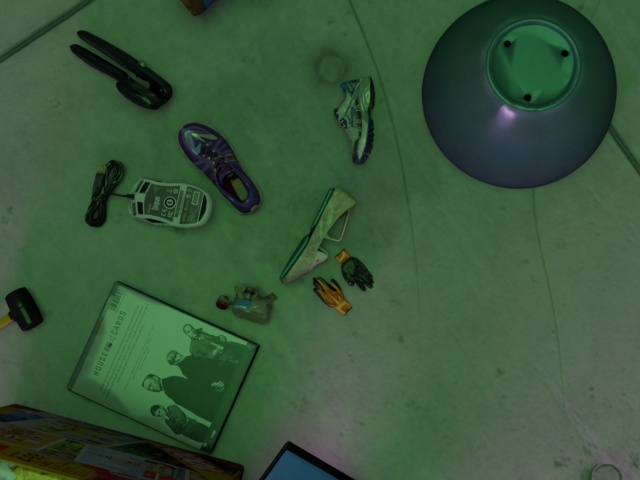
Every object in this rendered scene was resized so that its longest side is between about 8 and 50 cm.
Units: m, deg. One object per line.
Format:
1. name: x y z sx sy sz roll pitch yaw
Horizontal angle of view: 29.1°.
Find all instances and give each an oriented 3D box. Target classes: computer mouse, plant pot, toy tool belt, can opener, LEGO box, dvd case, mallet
1. computer mouse: -0.254 -0.056 1.863 0.193 0.042 0.106 12 81 9
2. plant pot: 0.295 -0.230 1.774 0.290 0.195 0.290 0 85 2
3. toy tool belt: -0.110 0.089 1.843 0.083 0.052 0.051 18 55 1
4. can opener: -0.303 -0.263 1.876 0.186 0.073 0.059 39 96 15
5. LEGO box: -0.323 0.360 1.598 0.372 0.500 0.193 14 86 3
6. dvd case: -0.235 0.189 1.844 0.238 0.029 0.179 24 87 5
7. mallet: -0.503 0.149 1.861 0.189 0.039 0.062 -39 81 3

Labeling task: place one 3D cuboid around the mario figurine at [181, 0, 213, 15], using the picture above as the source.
1. mario figurine: -0.108 -0.491 1.833 0.320 0.170 0.198 -37 82 1

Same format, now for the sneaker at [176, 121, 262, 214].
1. sneaker: -0.148 -0.114 1.847 0.068 0.071 0.170 -43 84 -2

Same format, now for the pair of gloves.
1. pair of gloves: 0.034 0.063 1.852 0.074 0.010 0.083 44 85 7

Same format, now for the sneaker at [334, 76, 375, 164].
1. sneaker: 0.050 -0.179 1.859 0.058 0.052 0.135 0 77 13

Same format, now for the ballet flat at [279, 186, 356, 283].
1. ballet flat: 0.000 0.000 1.838 0.052 0.057 0.168 30 87 -5

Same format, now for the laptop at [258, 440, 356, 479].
1. laptop: -0.018 0.453 1.691 0.136 0.234 0.264 -28 48 24
